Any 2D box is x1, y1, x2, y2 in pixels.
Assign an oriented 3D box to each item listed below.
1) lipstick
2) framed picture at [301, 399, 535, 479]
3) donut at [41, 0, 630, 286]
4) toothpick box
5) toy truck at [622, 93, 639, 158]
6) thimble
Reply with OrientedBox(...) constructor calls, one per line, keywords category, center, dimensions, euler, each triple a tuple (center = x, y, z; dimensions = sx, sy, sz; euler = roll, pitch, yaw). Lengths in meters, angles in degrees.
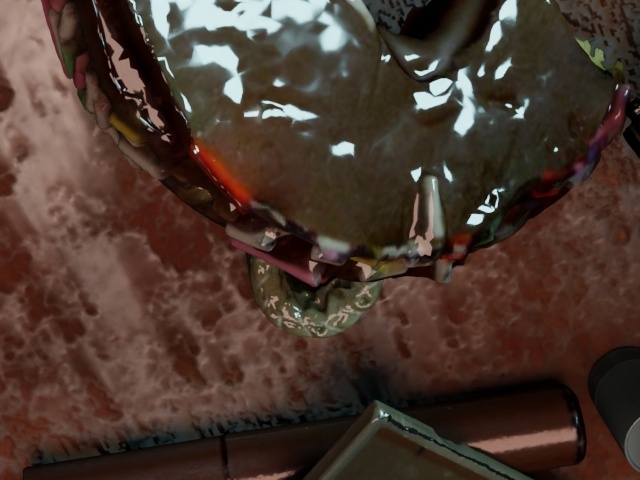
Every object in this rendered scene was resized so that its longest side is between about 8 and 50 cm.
OrientedBox(category="lipstick", center=(-0.009, 0.143, 0.957), dimensions=(0.357, 0.057, 0.057), euler=(-8, 112, -3))
OrientedBox(category="framed picture", center=(0.073, 0.233, 0.977), dimensions=(0.289, 0.016, 0.213), euler=(29, 109, -32))
OrientedBox(category="donut", center=(-0.006, -0.122, 0.766), dimensions=(0.259, 0.136, 0.345), euler=(-44, 111, -18))
OrientedBox(category="toothpick box", center=(0.205, 0.108, 0.948), dimensions=(0.052, 0.083, 0.052), euler=(-2, 112, -5))
OrientedBox(category="toy truck", center=(0.279, -0.001, 0.794), dimensions=(0.127, 0.127, 0.257), euler=(-38, 105, 13))
OrientedBox(category="thimble", center=(0.000, 0.000, 0.896), dimensions=(0.084, 0.062, 0.110), euler=(21, 109, -14))
